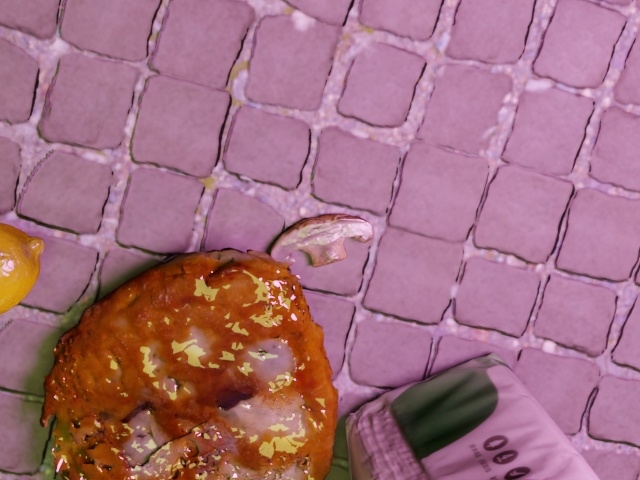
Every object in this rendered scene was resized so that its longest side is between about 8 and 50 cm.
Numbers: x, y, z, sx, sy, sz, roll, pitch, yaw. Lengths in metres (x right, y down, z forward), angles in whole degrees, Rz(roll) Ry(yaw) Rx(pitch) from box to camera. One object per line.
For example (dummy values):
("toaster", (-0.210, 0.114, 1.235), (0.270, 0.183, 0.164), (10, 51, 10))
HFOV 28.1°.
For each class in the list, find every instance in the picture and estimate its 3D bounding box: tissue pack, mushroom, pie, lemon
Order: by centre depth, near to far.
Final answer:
("tissue pack", (0.154, 0.288, 1.115), (0.194, 0.356, 0.266), (-18, 106, -3))
("lemon", (-0.297, 0.026, 1.142), (0.111, 0.082, 0.082), (-32, 106, 6))
("pie", (-0.111, 0.155, 1.192), (0.308, 0.085, 0.308), (0, 109, -1))
("mushroom", (0.000, 0.001, 1.193), (0.101, 0.019, 0.049), (-18, 107, 1))
